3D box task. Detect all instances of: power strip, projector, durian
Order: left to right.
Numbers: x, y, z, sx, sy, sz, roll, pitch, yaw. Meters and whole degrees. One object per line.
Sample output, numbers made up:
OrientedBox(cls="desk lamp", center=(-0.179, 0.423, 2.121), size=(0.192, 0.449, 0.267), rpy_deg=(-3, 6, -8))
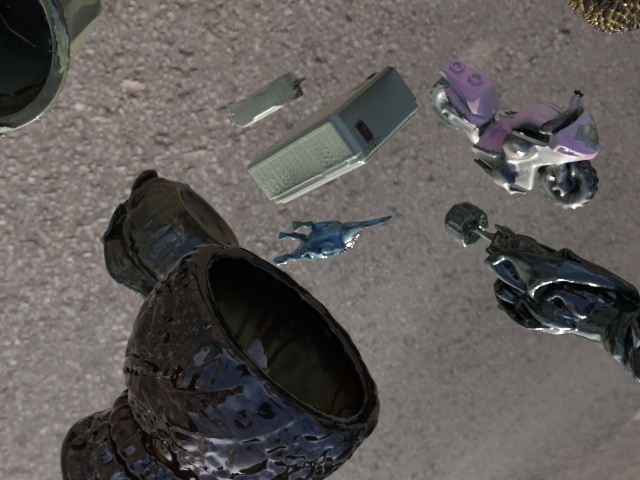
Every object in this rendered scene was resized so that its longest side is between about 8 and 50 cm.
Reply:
OrientedBox(cls="power strip", center=(-0.092, -0.250, 1.517), size=(0.191, 0.048, 0.030), rpy_deg=(-22, -175, 40))
OrientedBox(cls="projector", center=(0.021, -0.168, 1.416), size=(0.099, 0.192, 0.256), rpy_deg=(52, 142, -11))
OrientedBox(cls="durian", center=(0.305, -0.241, 0.815), size=(0.110, 0.071, 0.140), rpy_deg=(-21, 166, -26))

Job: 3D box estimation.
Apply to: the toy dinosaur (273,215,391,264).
OrientedBox(cls="toy dinosaur", center=(0.000, 0.000, 1.007), size=(0.080, 0.045, 0.197), rpy_deg=(-1, 165, -44))

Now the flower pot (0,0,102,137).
OrientedBox(cls="flower pot", center=(-0.438, -0.321, 1.181), size=(0.290, 0.259, 0.291), rpy_deg=(5, 121, 8))

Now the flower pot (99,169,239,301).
OrientedBox(cls="flower pot", center=(-0.328, 0.005, 1.862), size=(0.213, 0.302, 0.302), rpy_deg=(-43, 141, 9))

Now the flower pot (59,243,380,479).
OrientedBox(cls="flower pot", center=(-0.118, 0.180, 0.895), size=(0.267, 0.267, 0.266), rpy_deg=(-45, 139, 17))

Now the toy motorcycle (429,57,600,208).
OrientedBox(cls="toy motorcycle", center=(0.325, -0.191, 1.394), size=(0.143, 0.327, 0.188), rpy_deg=(-42, 162, -28))

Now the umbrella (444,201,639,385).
OrientedBox(cls="umbrella", center=(0.252, 0.063, 0.863), size=(0.094, 0.349, 0.143), rpy_deg=(-34, 139, -23))
